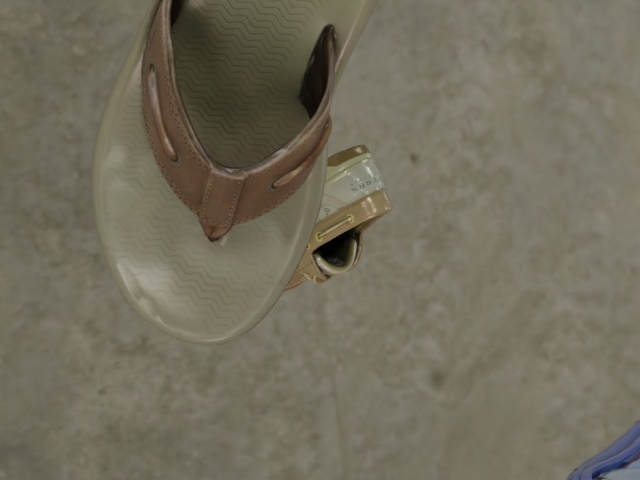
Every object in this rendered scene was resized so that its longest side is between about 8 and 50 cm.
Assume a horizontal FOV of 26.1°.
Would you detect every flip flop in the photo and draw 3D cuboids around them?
[{"bbox_3d":[-0.031,-0.069,0.596,0.112,0.277,0.080,23,28,-5],"label":"flip flop"}]

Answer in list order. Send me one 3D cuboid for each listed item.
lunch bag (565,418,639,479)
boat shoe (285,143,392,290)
[{"bbox_3d":[0.207,0.143,0.540,0.303,0.243,0.115,-5,114,-64],"label":"lunch bag"},{"bbox_3d":[0.000,0.000,0.768,0.050,0.135,0.045,-24,73,-29],"label":"boat shoe"}]
